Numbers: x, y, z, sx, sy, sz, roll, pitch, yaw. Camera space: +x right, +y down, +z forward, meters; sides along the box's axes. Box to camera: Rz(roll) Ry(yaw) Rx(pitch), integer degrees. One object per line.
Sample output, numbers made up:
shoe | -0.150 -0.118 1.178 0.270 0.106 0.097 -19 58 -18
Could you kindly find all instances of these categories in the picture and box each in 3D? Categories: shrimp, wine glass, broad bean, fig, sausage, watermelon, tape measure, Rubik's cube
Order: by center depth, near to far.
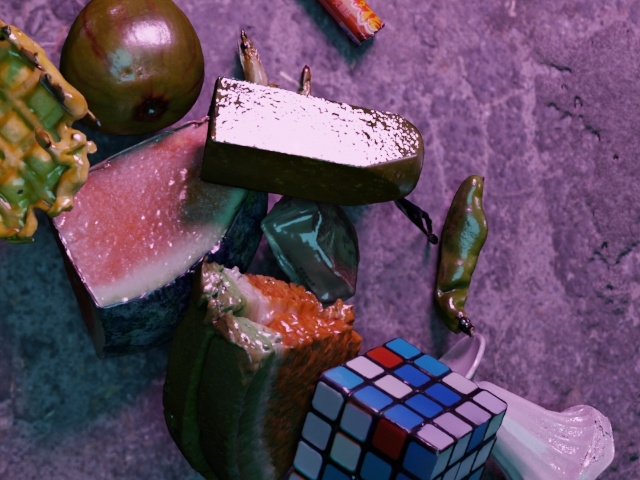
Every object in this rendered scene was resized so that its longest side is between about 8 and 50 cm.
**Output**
Rubik's cube | 0.077 0.215 1.040 0.154 0.151 0.155 -17 130 -51
watermelon | -0.169 -0.028 1.057 0.226 0.148 0.319 29 78 -7
fig | -0.216 -0.230 1.074 0.151 0.151 0.259 -13 60 -17
shrimp | -0.052 -0.193 1.154 0.083 0.023 0.114 -26 102 -19
tape measure | 0.063 -0.048 1.156 0.180 0.107 0.104 66 32 -23
wine glass | 0.217 0.212 1.159 0.196 0.165 0.165 41 77 -8
sausage | 0.014 -0.291 1.166 0.050 0.048 0.145 -45 99 -19
broad bean | 0.166 0.021 1.199 0.046 0.061 0.196 20 69 -41

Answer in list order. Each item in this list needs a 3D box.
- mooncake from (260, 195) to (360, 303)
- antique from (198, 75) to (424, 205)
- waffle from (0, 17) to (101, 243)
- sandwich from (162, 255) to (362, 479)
mooncake | 0.000 0.000 1.111 0.073 0.125 0.130 -23 104 17
antique | -0.006 -0.092 1.015 0.220 0.081 0.080 10 63 -10
waffle | -0.356 -0.122 0.987 0.280 0.060 0.262 1 95 13
sandwich | -0.057 0.150 1.028 0.212 0.109 0.292 -7 128 -42
